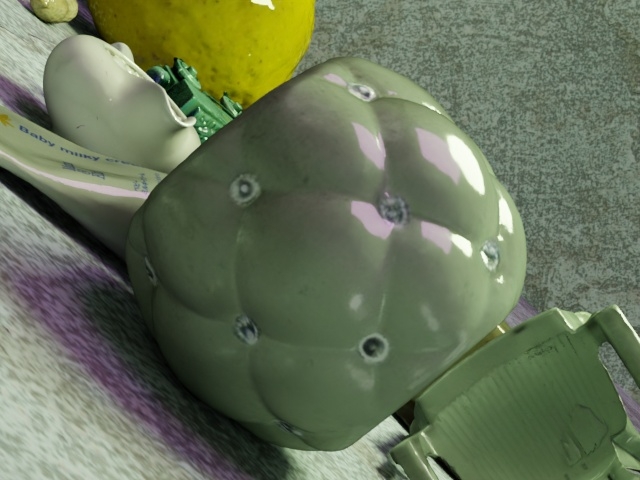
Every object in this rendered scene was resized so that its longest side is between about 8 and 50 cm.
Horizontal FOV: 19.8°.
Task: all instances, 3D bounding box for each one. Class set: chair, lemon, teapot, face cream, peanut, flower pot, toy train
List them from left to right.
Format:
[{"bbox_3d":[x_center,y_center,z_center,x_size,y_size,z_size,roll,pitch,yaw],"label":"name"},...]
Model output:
[{"bbox_3d":[-0.272,-0.239,1.876,0.037,0.037,0.083,45,4,7],"label":"peanut"},{"bbox_3d":[-0.164,-0.043,1.241,0.224,0.070,0.114,33,10,-19],"label":"face cream"},{"bbox_3d":[-0.161,-0.103,1.453,0.145,0.092,0.226,43,5,-30],"label":"teapot"},{"bbox_3d":[-0.124,-0.122,1.919,0.172,0.070,0.099,37,16,-53],"label":"toy train"},{"bbox_3d":[-0.128,-0.272,2.047,0.310,0.253,0.253,60,9,7],"label":"lemon"},{"bbox_3d":[0.007,0.013,1.144,0.195,0.246,0.246,50,7,5],"label":"flower pot"},{"bbox_3d":[0.179,0.161,1.425,0.190,0.203,0.274,57,4,13],"label":"chair"}]

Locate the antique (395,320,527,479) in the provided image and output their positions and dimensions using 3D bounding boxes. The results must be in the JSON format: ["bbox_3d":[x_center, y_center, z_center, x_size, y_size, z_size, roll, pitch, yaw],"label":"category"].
[{"bbox_3d":[0.118,0.112,1.649,0.284,0.125,0.150,47,7,21],"label":"antique"}]
